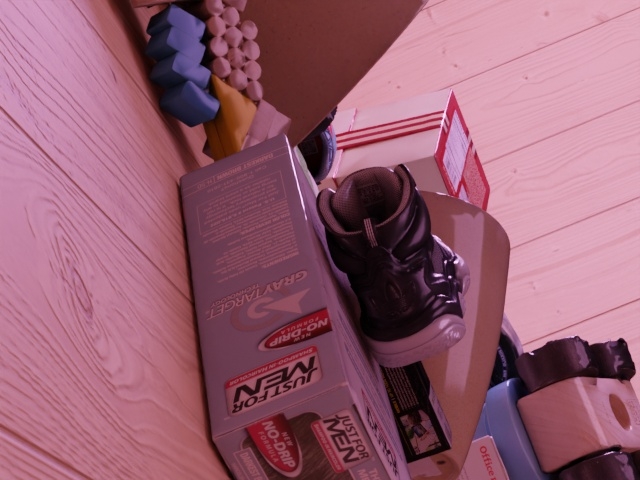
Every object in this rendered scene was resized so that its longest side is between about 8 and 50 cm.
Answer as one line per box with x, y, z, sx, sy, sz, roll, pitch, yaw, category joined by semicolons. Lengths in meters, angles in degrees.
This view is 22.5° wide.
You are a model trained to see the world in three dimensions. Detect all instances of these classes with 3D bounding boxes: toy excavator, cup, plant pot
0.286;0.327;2.338;0.433;0.445;0.222;11;56;-58;toy excavator
-0.039;-0.288;1.887;0.237;0.331;0.331;42;10;-9;cup
0.086;0.127;1.755;0.256;0.256;0.274;61;25;-52;plant pot

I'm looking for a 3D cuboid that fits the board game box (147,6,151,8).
-0.168;-0.366;1.626;0.030;0.136;0.259;-102;168;-50;board game box

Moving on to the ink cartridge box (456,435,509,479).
0.174;0.333;2.080;0.063;0.150;0.109;56;14;-64;ink cartridge box

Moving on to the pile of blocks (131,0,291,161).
-0.142;-0.210;1.571;0.113;0.149;0.362;-16;-94;53;pile of blocks

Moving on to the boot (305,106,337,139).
-0.047;-0.290;2.295;0.207;0.094;0.246;50;35;-30;boot

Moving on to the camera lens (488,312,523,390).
0.185;0.159;2.480;0.274;0.219;0.219;-107;173;-70;camera lens

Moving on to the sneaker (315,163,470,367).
0.066;-0.001;1.421;0.268;0.101;0.153;-85;155;-73;sneaker

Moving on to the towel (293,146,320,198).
0.000;0.000;2.333;0.325;0.038;0.248;63;8;-51;towel

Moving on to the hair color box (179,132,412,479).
-0.023;0.090;1.352;0.374;0.114;0.185;-105;171;-56;hair color box

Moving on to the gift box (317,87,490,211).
0.116;-0.085;2.692;0.276;0.258;0.255;-65;138;-55;gift box

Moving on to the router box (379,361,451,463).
0.037;0.144;1.587;0.046;0.133;0.179;-78;147;-71;router box

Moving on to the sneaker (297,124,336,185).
-0.036;-0.203;2.428;0.125;0.104;0.262;-94;161;-66;sneaker
